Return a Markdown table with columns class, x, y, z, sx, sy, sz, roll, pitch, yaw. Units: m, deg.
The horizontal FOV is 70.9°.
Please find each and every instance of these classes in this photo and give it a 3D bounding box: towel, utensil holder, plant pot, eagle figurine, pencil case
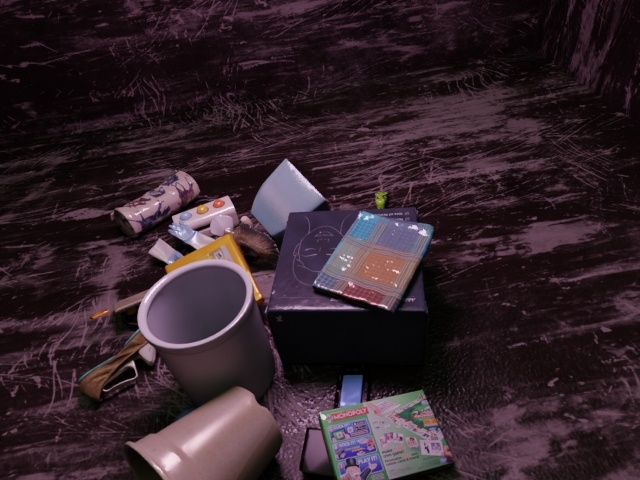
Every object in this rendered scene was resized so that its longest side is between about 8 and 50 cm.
| class | x | y | z | sx | sy | sz | roll | pitch | yaw |
| --- | --- | --- | --- | --- | --- | --- | --- | --- | --- |
| towel | 0.172 | 0.051 | 1.397 | 0.272 | 0.040 | 0.370 | 15 | 48 | 26 |
| utensil holder | -0.327 | 0.304 | 1.388 | 0.328 | 0.385 | 0.327 | -5 | 42 | 5 |
| plant pot | -0.280 | 0.561 | 1.175 | 0.334 | 0.333 | 0.306 | 24 | 41 | 32 |
| eagle figurine | -0.316 | 0.037 | 1.840 | 0.225 | 0.226 | 0.298 | -6 | 32 | -26 |
| pencil case | -0.801 | -0.181 | 2.194 | 0.184 | 0.159 | 0.410 | 32 | 56 | 28 |
| plant pot | -0.132 | -0.126 | 1.829 | 0.252 | 0.247 | 0.248 | -42 | 73 | -4 |

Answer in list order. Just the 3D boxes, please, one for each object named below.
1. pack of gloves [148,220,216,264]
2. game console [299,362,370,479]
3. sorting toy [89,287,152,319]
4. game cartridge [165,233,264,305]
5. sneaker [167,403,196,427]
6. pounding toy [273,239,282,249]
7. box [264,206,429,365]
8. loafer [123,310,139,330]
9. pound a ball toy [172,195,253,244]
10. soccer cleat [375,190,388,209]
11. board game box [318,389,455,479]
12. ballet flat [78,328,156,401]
| class | x | y | z | sx | sy | sz | roll | pitch | yaw |
| --- | --- | --- | --- | --- | --- | --- | --- | --- | --- |
| pack of gloves | -0.595 | 0.024 | 1.930 | 0.232 | 0.046 | 0.195 | 28 | 74 | 11 |
| game console | 0.071 | 0.520 | 1.325 | 0.214 | 0.043 | 0.361 | 1 | 42 | 11 |
| sorting toy | -0.702 | 0.239 | 1.738 | 0.348 | 0.047 | 0.196 | -22 | 10 | -24 |
| game cartridge | -0.398 | 0.160 | 1.667 | 0.286 | 0.052 | 0.323 | -29 | 57 | -8 |
| sneaker | -0.433 | 0.589 | 1.345 | 0.082 | 0.069 | 0.209 | 38 | 45 | 3 |
| pounding toy | -0.134 | -0.050 | 1.980 | 0.183 | 0.110 | 0.236 | 5 | 71 | 4 |
| box | 0.106 | 0.147 | 1.544 | 0.481 | 0.297 | 0.471 | -1 | 41 | 9 |
| loafer | -0.644 | 0.286 | 1.701 | 0.220 | 0.078 | 0.080 | -2 | 42 | 9 |
| pound a ball toy | -0.493 | -0.092 | 2.053 | 0.319 | 0.135 | 0.208 | -23 | 43 | -13 |
| soccer cleat | 0.277 | -0.180 | 2.058 | 0.060 | 0.072 | 0.179 | 0 | 21 | 13 |
| board game box | 0.173 | 0.542 | 1.223 | 0.318 | 0.046 | 0.213 | -7 | 44 | -13 |
| ballet flat | -0.655 | 0.417 | 1.550 | 0.124 | 0.116 | 0.342 | 38 | 58 | 17 |
